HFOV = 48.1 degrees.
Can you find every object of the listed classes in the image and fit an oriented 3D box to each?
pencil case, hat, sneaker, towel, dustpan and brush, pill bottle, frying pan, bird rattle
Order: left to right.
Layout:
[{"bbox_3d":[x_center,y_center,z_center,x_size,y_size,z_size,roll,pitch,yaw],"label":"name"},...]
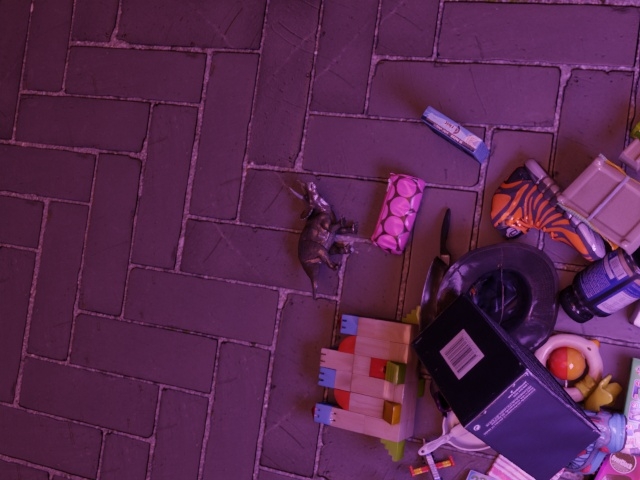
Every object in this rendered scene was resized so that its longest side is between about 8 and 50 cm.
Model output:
[{"bbox_3d":[0.197,-0.070,1.868,0.098,0.095,0.209,16,90,-17],"label":"pencil case"},{"bbox_3d":[0.304,0.095,1.812,0.053,0.197,0.326,11,46,19],"label":"frying pan"},{"bbox_3d":[0.310,0.322,1.758,0.083,0.098,0.223,-5,115,0],"label":"sneaker"},{"bbox_3d":[0.340,0.480,1.797,0.211,0.060,0.147,-33,77,11],"label":"dustpan and brush"},{"bbox_3d":[0.408,0.145,1.741,0.332,0.134,0.331,-2,99,-15],"label":"hat"},{"bbox_3d":[0.488,0.589,1.762,0.144,0.029,0.197,34,97,18],"label":"towel"},{"bbox_3d":[0.532,-0.036,1.724,0.180,0.125,0.321,-43,46,20],"label":"sneaker"},{"bbox_3d":[0.584,0.328,1.724,0.254,0.143,0.206,-2,74,31],"label":"bird rattle"},{"bbox_3d":[0.592,0.446,1.635,0.125,0.261,0.104,15,52,4],"label":"sneaker"},{"bbox_3d":[0.664,0.101,1.650,0.219,0.123,0.122,-45,72,42],"label":"pill bottle"}]

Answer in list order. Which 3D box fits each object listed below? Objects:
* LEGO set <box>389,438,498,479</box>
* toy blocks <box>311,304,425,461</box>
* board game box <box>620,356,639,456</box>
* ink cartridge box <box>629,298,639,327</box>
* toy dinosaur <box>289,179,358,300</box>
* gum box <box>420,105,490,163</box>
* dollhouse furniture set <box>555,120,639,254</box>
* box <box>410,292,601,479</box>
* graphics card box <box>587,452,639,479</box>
[{"bbox_3d":[0.292,0.602,1.752,0.244,0.182,0.060,16,136,28],"label":"LEGO set"},{"bbox_3d":[0.115,0.338,1.841,0.261,0.191,0.381,6,89,30],"label":"toy blocks"},{"bbox_3d":[0.827,0.393,1.558,0.318,0.046,0.213,11,86,18],"label":"board game box"},{"bbox_3d":[0.855,0.167,1.629,0.237,0.100,0.171,27,94,18],"label":"ink cartridge box"},{"bbox_3d":[0.000,0.000,1.933,0.160,0.121,0.313,8,94,31],"label":"toy dinosaur"},{"bbox_3d":[0.338,-0.260,1.782,0.157,0.184,0.041,37,99,17],"label":"gum box"},{"bbox_3d":[0.703,-0.101,1.635,0.301,0.151,0.197,-43,63,-9],"label":"dollhouse furniture set"},{"bbox_3d":[0.392,0.318,1.547,0.294,0.296,0.182,38,101,-28],"label":"box"},{"bbox_3d":[0.766,0.530,1.641,0.233,0.094,0.370,28,96,18],"label":"graphics card box"}]
